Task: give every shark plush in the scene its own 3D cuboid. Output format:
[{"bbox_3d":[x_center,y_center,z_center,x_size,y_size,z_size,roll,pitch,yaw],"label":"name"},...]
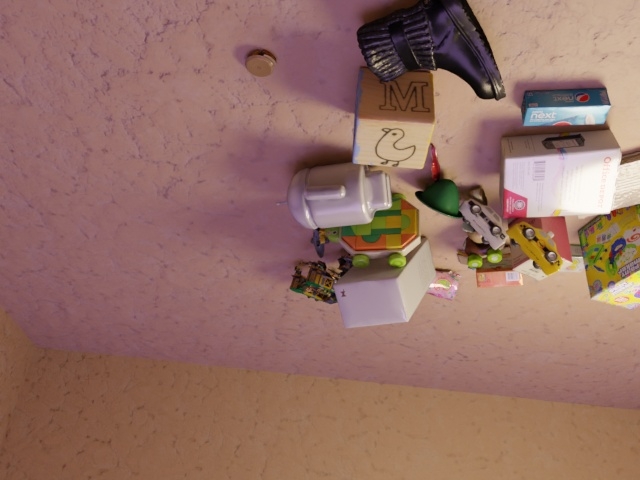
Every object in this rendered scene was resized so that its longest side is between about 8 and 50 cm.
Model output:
[{"bbox_3d":[0.000,0.000,2.205,0.073,0.067,0.161,6,148,-1],"label":"shark plush"}]

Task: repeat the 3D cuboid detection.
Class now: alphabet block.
[{"bbox_3d":[0.191,-0.325,1.552,0.197,0.193,0.192,4,149,2],"label":"alphabet block"}]

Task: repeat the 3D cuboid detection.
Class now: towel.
[{"bbox_3d":[0.911,-0.171,1.796,0.283,0.049,0.187,-15,131,27],"label":"towel"}]

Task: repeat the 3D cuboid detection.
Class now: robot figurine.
[{"bbox_3d":[0.045,-0.143,1.852,0.354,0.199,0.300,-6,175,15],"label":"robot figurine"}]

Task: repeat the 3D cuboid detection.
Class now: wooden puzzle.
[{"bbox_3d":[0.575,0.077,2.275,0.079,0.014,0.116,19,157,26],"label":"wooden puzzle"}]

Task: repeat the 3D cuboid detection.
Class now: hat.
[{"bbox_3d":[0.413,-0.188,1.846,0.173,0.209,0.183,34,112,20],"label":"hat"}]

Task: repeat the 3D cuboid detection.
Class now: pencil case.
[{"bbox_3d":[0.423,0.161,2.359,0.284,0.124,0.124,11,147,-11],"label":"pencil case"}]

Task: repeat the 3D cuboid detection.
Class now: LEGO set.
[{"bbox_3d":[0.030,0.127,2.325,0.255,0.192,0.331,20,163,-7],"label":"LEGO set"}]

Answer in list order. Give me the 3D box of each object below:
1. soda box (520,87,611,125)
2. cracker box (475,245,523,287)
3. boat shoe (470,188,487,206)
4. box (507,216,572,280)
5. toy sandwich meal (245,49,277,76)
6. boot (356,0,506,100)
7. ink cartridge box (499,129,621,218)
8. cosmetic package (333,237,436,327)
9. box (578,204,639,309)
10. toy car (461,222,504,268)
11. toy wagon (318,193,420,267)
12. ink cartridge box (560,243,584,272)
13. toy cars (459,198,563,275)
[{"bbox_3d":[0.653,-0.356,1.553,0.210,0.067,0.071,1,147,8],"label":"soda box"},{"bbox_3d":[0.647,0.093,2.118,0.156,0.232,0.067,-5,109,15],"label":"cracker box"},{"bbox_3d":[0.532,-0.130,1.950,0.045,0.050,0.135,4,149,27],"label":"boat shoe"},{"bbox_3d":[0.725,-0.009,1.933,0.127,0.232,0.148,20,145,-21],"label":"box"},{"bbox_3d":[-0.158,-0.468,1.532,0.086,0.029,0.085,6,152,3],"label":"toy sandwich meal"},{"bbox_3d":[0.275,-0.436,1.416,0.260,0.131,0.348,-24,127,28],"label":"boot"},{"bbox_3d":[0.688,-0.191,1.700,0.307,0.131,0.226,-3,128,11],"label":"ink cartridge box"},{"bbox_3d":[0.242,0.139,2.045,0.230,0.453,0.161,-10,102,26],"label":"cosmetic package"},{"bbox_3d":[1.035,0.033,1.913,0.177,0.279,0.290,14,147,-13],"label":"box"},{"bbox_3d":[0.540,-0.024,2.026,0.149,0.155,0.188,-22,129,36],"label":"toy car"},{"bbox_3d":[0.159,-0.036,1.941,0.345,0.267,0.068,-2,145,12],"label":"toy wagon"},{"bbox_3d":[0.943,0.067,2.180,0.210,0.062,0.109,3,147,3],"label":"ink cartridge box"},{"bbox_3d":[0.605,-0.030,1.835,0.394,0.087,0.176,34,158,48],"label":"toy cars"}]
